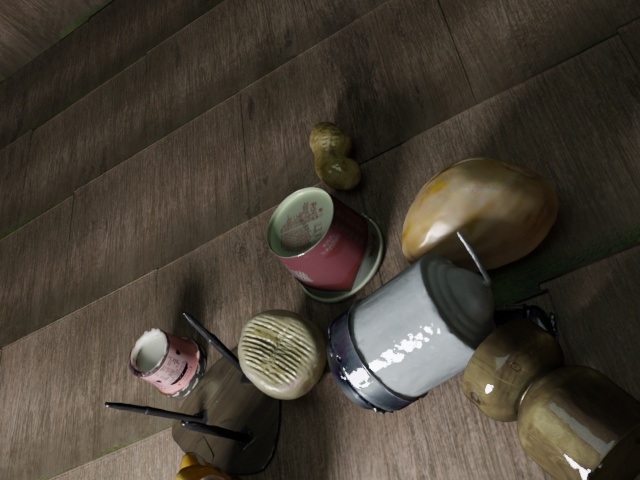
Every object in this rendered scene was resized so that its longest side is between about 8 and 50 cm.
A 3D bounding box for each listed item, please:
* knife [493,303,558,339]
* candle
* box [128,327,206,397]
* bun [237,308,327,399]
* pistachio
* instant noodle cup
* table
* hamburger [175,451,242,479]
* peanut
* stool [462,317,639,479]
[{"bbox_3d":[0.274,0.166,1.384,0.365,0.043,0.089,-5,58,35],"label":"knife"},{"bbox_3d":[0.186,0.158,1.293,0.342,0.221,0.221,-38,45,31],"label":"candle"},{"bbox_3d":[-0.375,0.291,1.722,0.151,0.135,0.151,-17,55,26],"label":"box"},{"bbox_3d":[-0.082,0.244,1.526,0.193,0.128,0.178,25,75,19],"label":"bun"},{"bbox_3d":[0.303,-0.049,1.390,0.309,0.230,0.230,-29,49,25],"label":"pistachio"},{"bbox_3d":[0.000,0.000,1.597,0.235,0.178,0.235,-20,51,27],"label":"instant noodle cup"},{"bbox_3d":[-0.255,0.342,1.520,0.317,0.249,0.317,-19,53,27],"label":"table"},{"bbox_3d":[-0.202,0.540,1.366,0.186,0.261,0.302,-56,23,-12],"label":"hamburger"},{"bbox_3d":[0.033,-0.206,1.761,0.103,0.098,0.229,-50,42,39],"label":"peanut"},{"bbox_3d":[0.382,0.270,1.145,0.179,0.179,0.264,-49,46,0],"label":"stool"}]
